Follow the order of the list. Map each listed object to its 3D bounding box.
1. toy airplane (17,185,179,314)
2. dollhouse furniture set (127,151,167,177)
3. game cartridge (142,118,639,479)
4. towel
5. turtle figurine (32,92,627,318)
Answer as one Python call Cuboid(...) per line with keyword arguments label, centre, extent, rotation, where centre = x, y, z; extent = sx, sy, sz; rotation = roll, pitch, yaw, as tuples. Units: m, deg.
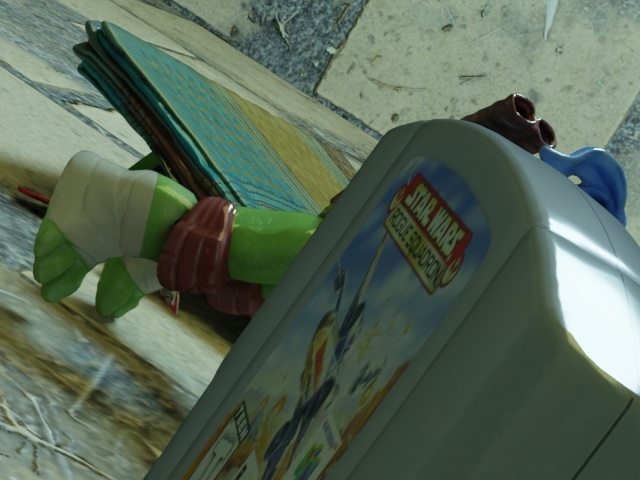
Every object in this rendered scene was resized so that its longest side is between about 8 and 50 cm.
Cuboid(label="toy airplane", centre=(-0.108, 0.000, 1.016), extent=(0.151, 0.028, 0.151), rotation=(32, 7, -5))
Cuboid(label="dollhouse furniture set", centre=(-0.077, 0.003, 1.133), extent=(0.152, 0.058, 0.076), rotation=(56, 10, 22))
Cuboid(label="game cartridge", centre=(0.016, 0.059, 0.536), extent=(0.062, 0.198, 0.297), rotation=(30, 8, -12))
Cuboid(label="towel", centre=(0.000, 0.000, 1.156), extent=(0.271, 0.040, 0.370), rotation=(54, 13, 24))
Cuboid(label="turtle figurine", centre=(0.004, 0.065, 0.800), extent=(0.266, 0.275, 0.198), rotation=(14, 27, 16))
